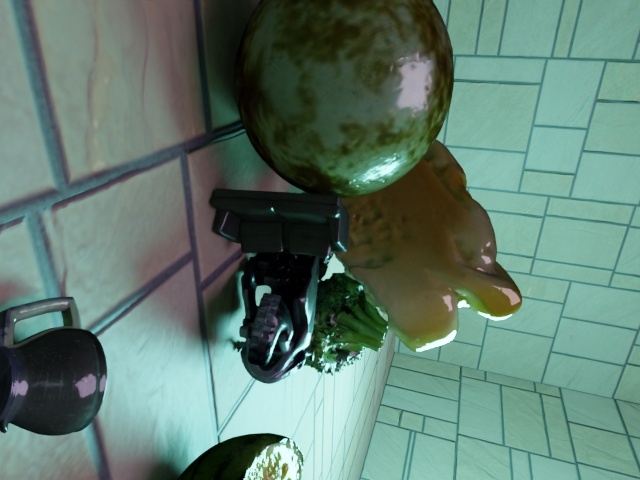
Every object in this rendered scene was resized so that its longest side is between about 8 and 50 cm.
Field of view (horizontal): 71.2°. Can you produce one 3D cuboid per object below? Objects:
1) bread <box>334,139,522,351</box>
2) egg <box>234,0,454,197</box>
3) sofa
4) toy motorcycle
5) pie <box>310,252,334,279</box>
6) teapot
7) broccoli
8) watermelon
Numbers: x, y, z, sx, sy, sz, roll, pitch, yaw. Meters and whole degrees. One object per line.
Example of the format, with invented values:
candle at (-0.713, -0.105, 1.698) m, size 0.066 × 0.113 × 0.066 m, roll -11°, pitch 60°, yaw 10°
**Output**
bread at (0.140, -0.034, 0.765) m, size 0.328 × 0.245 × 0.424 m, roll 14°, pitch 49°, yaw -52°
egg at (0.023, -0.166, 0.515) m, size 0.289 × 0.238 × 0.239 m, roll 111°, pitch -8°, yaw -76°
sofa at (-0.045, -0.016, 0.508) m, size 0.085 × 0.147 × 0.060 m, roll 49°, pitch 47°, yaw -73°
toy motorcycle at (-0.054, 0.084, 0.615) m, size 0.270 × 0.105 × 0.159 m, roll -77°, pitch 172°, yaw -59°
pie at (0.000, 0.000, 0.874) m, size 0.153 × 0.038 × 0.154 m, roll 11°, pitch 90°, yaw -72°
teapot at (-0.176, 0.078, 0.280) m, size 0.057 × 0.066 × 0.088 m, roll 19°, pitch 57°, yaw -57°
broccoli at (0.043, 0.155, 0.859) m, size 0.226 × 0.176 × 0.198 m, roll -79°, pitch 173°, yaw -73°
watermelon at (-0.106, 0.316, 0.503) m, size 0.232 × 0.127 × 0.204 m, roll 1°, pitch 97°, yaw -71°
